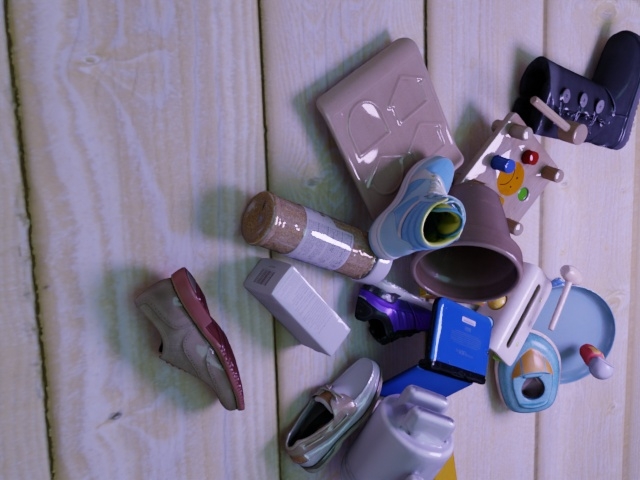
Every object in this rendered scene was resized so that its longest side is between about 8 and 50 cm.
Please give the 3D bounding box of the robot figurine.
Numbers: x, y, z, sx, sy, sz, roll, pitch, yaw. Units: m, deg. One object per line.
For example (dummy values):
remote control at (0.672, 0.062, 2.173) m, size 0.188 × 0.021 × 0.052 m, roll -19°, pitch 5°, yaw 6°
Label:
robot figurine at (0.176, 0.506, 1.719) m, size 0.199 × 0.300 × 0.354 m, roll 24°, pitch 116°, yaw -12°

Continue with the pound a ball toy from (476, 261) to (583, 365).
pound a ball toy at (0.545, 0.176, 2.003) m, size 0.136 × 0.208 × 0.319 m, roll 43°, pitch 71°, yaw -34°

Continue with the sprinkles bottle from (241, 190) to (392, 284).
sprinkles bottle at (0.000, 0.000, 1.610) m, size 0.355 × 0.121 × 0.121 m, roll 20°, pitch 85°, yaw -38°

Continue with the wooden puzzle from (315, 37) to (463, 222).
wooden puzzle at (0.162, -0.253, 1.732) m, size 0.322 × 0.080 × 0.348 m, roll -41°, pitch 115°, yaw -26°

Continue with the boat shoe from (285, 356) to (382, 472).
boat shoe at (0.035, 0.390, 1.702) m, size 0.302 × 0.113 × 0.103 m, roll -54°, pitch 130°, yaw -17°

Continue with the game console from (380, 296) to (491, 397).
game console at (0.284, 0.287, 1.843) m, size 0.293 × 0.173 × 0.250 m, roll 25°, pitch 71°, yaw -49°

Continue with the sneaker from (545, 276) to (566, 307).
sneaker at (0.751, 0.201, 2.221) m, size 0.126 × 0.091 × 0.240 m, roll -46°, pitch 123°, yaw 1°

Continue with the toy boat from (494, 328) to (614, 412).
toy boat at (0.658, 0.365, 2.085) m, size 0.318 × 0.148 × 0.268 m, roll -12°, pitch 107°, yaw 2°

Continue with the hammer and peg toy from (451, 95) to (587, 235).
hammer and peg toy at (0.522, -0.213, 1.937) m, size 0.266 × 0.127 × 0.361 m, roll 39°, pitch 87°, yaw -35°

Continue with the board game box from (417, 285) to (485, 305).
board game box at (0.349, 0.099, 1.924) m, size 0.259 × 0.039 × 0.124 m, roll 12°, pitch 65°, yaw -41°

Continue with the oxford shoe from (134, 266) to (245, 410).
oxford shoe at (-0.255, 0.218, 1.476) m, size 0.130 × 0.123 × 0.348 m, roll -24°, pitch 115°, yaw -4°

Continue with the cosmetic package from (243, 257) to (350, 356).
cosmetic package at (-0.049, 0.146, 1.599) m, size 0.085 × 0.117 × 0.231 m, roll -53°, pitch 125°, yaw -17°

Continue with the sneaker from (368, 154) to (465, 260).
sneaker at (0.264, -0.083, 1.628) m, size 0.127 × 0.208 × 0.319 m, roll 49°, pitch 59°, yaw -23°

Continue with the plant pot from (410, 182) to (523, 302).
plant pot at (0.358, -0.008, 1.783) m, size 0.263 × 0.263 × 0.229 m, roll 41°, pitch 45°, yaw -34°

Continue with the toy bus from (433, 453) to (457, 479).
toy bus at (0.279, 0.608, 1.912) m, size 0.108 × 0.130 × 0.333 m, roll -20°, pitch 109°, yaw -34°

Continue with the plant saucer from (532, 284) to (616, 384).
plant saucer at (0.705, 0.273, 2.157) m, size 0.317 × 0.044 × 0.318 m, roll -1°, pitch 106°, yaw -2°

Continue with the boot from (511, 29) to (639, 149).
boot at (0.749, -0.463, 2.119) m, size 0.445 × 0.146 × 0.367 m, roll 3°, pitch 93°, yaw -33°

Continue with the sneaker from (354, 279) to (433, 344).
sneaker at (0.191, 0.196, 1.811) m, size 0.293 × 0.102 × 0.146 m, roll 29°, pitch 85°, yaw -33°
